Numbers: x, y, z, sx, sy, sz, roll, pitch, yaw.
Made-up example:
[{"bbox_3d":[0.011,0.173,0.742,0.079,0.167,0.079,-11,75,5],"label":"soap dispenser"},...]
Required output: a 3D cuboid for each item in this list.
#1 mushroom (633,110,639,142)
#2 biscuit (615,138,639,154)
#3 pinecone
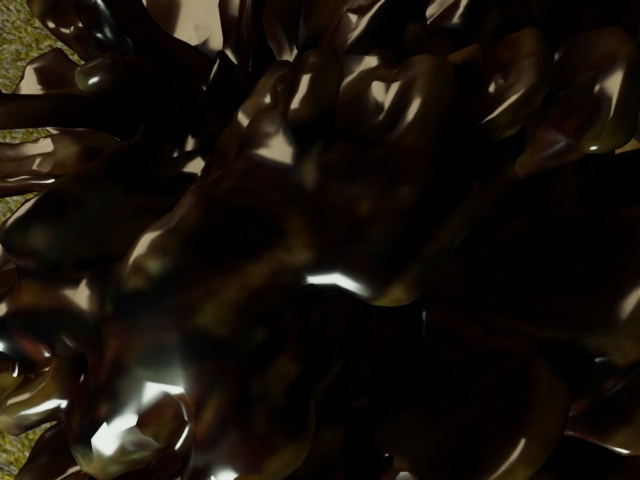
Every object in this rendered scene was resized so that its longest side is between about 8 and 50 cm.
[{"bbox_3d":[0.214,-0.124,0.815,0.166,0.127,0.166,-173,90,-90],"label":"mushroom"},{"bbox_3d":[0.230,-0.118,1.100,0.296,0.102,0.296,-56,-3,-4],"label":"biscuit"},{"bbox_3d":[0.000,0.000,0.706,0.397,0.398,0.398,-60,-2,-3],"label":"pinecone"}]
